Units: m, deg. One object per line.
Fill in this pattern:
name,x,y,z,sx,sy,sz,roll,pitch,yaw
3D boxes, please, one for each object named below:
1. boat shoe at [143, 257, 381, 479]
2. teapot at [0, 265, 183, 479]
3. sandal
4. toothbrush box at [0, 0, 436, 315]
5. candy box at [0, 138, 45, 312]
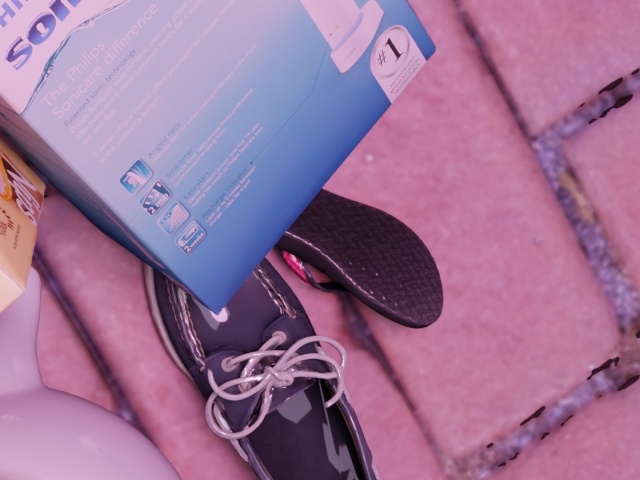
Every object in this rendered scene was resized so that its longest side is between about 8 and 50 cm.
boat shoe,-0.029,0.097,1.199,0.095,0.079,0.254,-26,102,-13
teapot,-0.165,0.191,1.114,0.252,0.187,0.256,36,110,0
sandal,0.000,0.000,1.221,0.179,0.040,0.067,30,51,-9
toothbrush box,-0.092,-0.131,1.061,0.216,0.126,0.295,-51,143,-8
candy box,-0.288,0.072,1.006,0.316,0.183,0.087,-41,106,8
